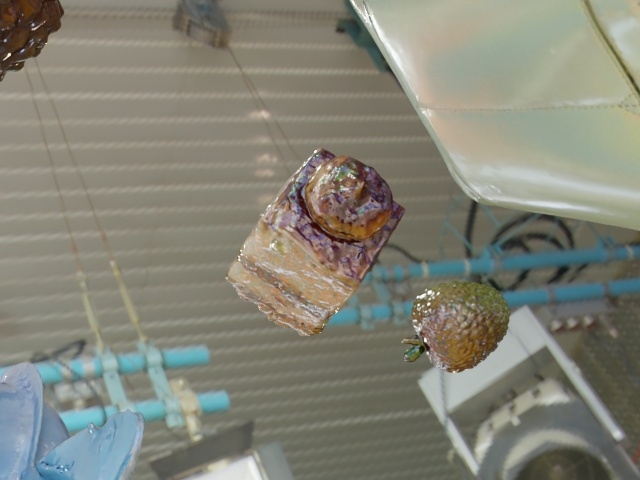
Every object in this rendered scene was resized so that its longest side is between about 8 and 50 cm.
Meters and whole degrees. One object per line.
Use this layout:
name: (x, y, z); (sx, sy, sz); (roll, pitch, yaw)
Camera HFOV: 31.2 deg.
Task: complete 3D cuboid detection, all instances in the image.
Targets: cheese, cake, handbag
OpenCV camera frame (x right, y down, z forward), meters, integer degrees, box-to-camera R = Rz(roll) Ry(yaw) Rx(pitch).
cheese: (-0.121, 0.107, 0.402); (0.052, 0.244, 0.135); (25, -104, -24)
cake: (0.000, 0.000, 1.778); (0.196, 0.199, 0.293); (37, -30, -4)
handbag: (0.160, -0.086, 0.497); (0.109, 0.315, 0.241); (-48, -59, -20)

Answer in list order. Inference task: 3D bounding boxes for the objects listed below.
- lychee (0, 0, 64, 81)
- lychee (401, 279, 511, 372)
lychee: (-0.267, -0.176, 0.685); (0.238, 0.200, 0.200); (15, -58, -34)
lychee: (0.167, 0.108, 1.429); (0.146, 0.114, 0.114); (-22, -43, -6)
